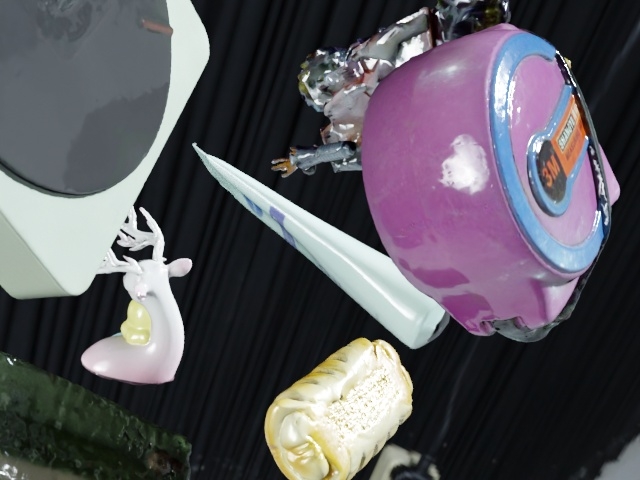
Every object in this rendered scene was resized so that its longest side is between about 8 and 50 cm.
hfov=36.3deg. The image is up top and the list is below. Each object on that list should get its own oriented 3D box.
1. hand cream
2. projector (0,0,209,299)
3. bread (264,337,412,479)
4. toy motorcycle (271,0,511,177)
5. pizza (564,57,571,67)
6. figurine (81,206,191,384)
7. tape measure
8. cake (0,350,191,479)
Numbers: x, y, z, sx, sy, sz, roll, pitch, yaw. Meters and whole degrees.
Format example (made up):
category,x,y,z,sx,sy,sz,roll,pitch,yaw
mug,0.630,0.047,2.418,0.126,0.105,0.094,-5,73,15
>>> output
category,x,y,z,sx,sy,sz,roll,pitch,yaw
hand cream,0.000,0.000,1.016,0.320,0.067,0.109,36,-9,22
projector,-0.183,-0.137,0.585,0.079,0.259,0.257,-5,45,26
bread,0.034,0.275,1.559,0.311,0.121,0.173,-29,90,-51
toy motorcycle,0.068,-0.155,1.195,0.134,0.401,0.207,-31,100,-59
pizza,0.325,-0.311,1.581,0.184,0.036,0.176,-1,51,-36
figurine,-0.397,0.099,1.930,0.284,0.316,0.206,27,22,26
tape measure,0.141,-0.047,0.801,0.149,0.245,0.231,-13,26,39
cake,-0.231,0.155,0.685,0.283,0.172,0.158,9,56,-2
